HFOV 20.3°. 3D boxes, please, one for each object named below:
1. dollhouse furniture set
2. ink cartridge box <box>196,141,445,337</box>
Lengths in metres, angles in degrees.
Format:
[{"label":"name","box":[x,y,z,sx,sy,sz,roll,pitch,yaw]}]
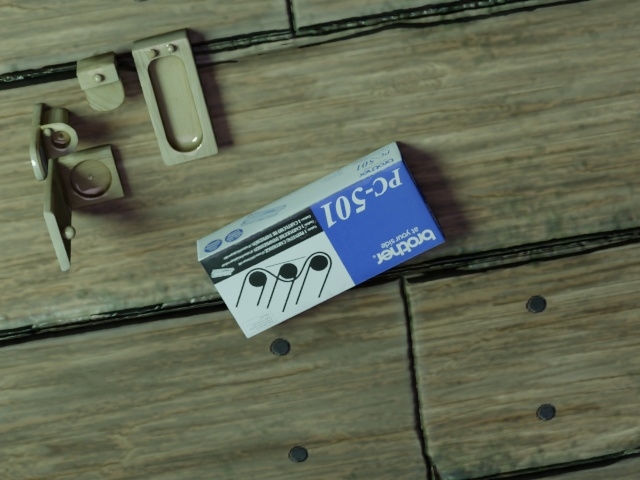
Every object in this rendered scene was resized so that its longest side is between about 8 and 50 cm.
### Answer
[{"label":"dollhouse furniture set","box":[-0.169,-0.080,1.540,0.151,0.123,0.144,-14,118,0]},{"label":"ink cartridge box","box":[0.000,0.000,1.643,0.207,0.046,0.097,-27,117,7]}]
